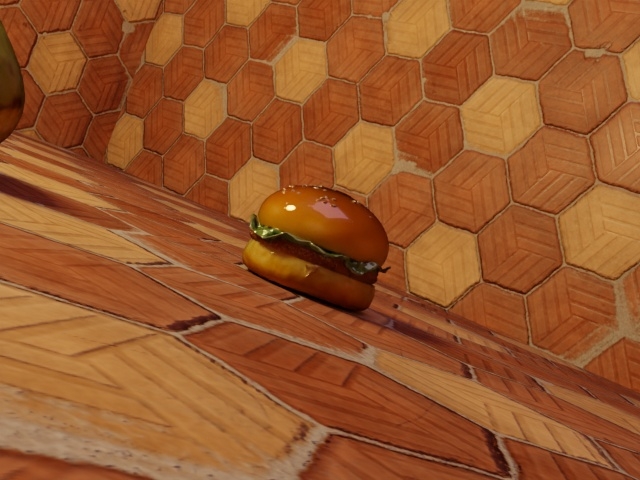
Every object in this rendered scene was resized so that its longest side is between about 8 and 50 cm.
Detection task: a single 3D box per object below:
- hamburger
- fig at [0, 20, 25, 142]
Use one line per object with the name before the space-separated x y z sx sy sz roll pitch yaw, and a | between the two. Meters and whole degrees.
hamburger | 0.001 0.001 1.218 0.246 0.170 0.246 21 -1 1
fig | -0.534 -0.245 1.032 0.326 0.258 0.258 35 6 20
